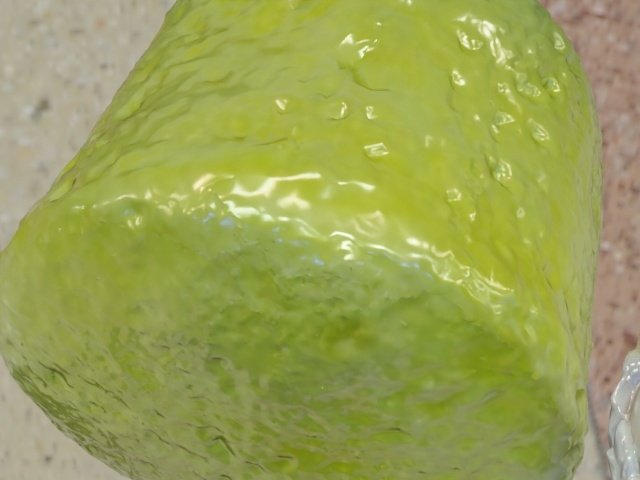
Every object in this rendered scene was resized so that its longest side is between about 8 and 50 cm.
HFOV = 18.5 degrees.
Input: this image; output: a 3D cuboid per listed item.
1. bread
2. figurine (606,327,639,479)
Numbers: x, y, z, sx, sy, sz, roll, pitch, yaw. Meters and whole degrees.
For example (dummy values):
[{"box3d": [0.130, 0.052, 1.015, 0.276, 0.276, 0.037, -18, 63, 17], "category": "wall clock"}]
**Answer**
[{"box3d": [0.000, 0.000, 1.180, 0.348, 0.348, 0.308, 11, 53, 4], "category": "bread"}, {"box3d": [0.201, 0.078, 0.905, 0.141, 0.237, 0.162, -8, 66, -24], "category": "figurine"}]
